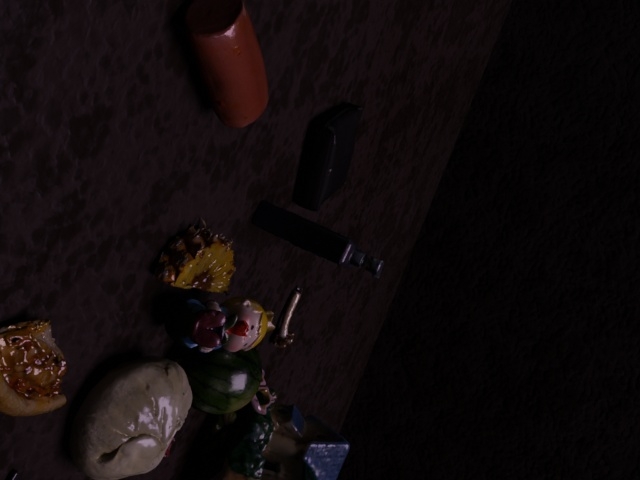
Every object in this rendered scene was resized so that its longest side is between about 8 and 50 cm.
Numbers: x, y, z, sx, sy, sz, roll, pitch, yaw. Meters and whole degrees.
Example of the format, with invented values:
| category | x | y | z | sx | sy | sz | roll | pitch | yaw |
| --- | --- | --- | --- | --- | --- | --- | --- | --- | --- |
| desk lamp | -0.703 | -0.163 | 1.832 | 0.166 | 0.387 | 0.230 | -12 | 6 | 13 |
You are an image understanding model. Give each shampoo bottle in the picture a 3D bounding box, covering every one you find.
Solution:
| category | x | y | z | sx | sy | sz | roll | pitch | yaw |
| --- | --- | --- | --- | --- | --- | --- | --- | --- | --- |
| shampoo bottle | 0.000 | 0.000 | 1.690 | 0.071 | 0.309 | 0.098 | -65 | 162 | -5 |

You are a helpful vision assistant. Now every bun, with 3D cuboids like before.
| category | x | y | z | sx | sy | sz | roll | pitch | yaw |
| --- | --- | --- | --- | --- | --- | --- | --- | --- | --- |
| bun | -0.342 | 0.336 | 1.407 | 0.259 | 0.160 | 0.259 | -50 | 155 | -34 |

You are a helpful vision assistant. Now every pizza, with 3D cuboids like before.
| category | x | y | z | sx | sy | sz | roll | pitch | yaw |
| --- | --- | --- | --- | --- | --- | --- | --- | --- | --- |
| pizza | -0.437 | 0.194 | 1.112 | 0.134 | 0.056 | 0.271 | -45 | 155 | -29 |

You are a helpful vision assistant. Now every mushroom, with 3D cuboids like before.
| category | x | y | z | sx | sy | sz | roll | pitch | yaw |
| --- | --- | --- | --- | --- | --- | --- | --- | --- | --- |
| mushroom | -0.087 | 0.225 | 2.165 | 0.060 | 0.061 | 0.187 | 12 | 98 | -67 |

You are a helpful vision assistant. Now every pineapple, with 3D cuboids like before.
| category | x | y | z | sx | sy | sz | roll | pitch | yaw |
| --- | --- | --- | --- | --- | --- | --- | --- | --- | --- |
| pineapple | -0.226 | 0.031 | 1.466 | 0.135 | 0.079 | 0.233 | -67 | 163 | -1 |

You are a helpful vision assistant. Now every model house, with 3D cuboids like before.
| category | x | y | z | sx | sy | sz | roll | pitch | yaw |
| --- | --- | --- | --- | --- | --- | --- | --- | --- | --- |
| model house | -0.101 | 0.653 | 2.069 | 0.382 | 0.343 | 0.334 | -69 | 180 | -76 |

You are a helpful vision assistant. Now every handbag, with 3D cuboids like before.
| category | x | y | z | sx | sy | sz | roll | pitch | yaw |
| --- | --- | --- | --- | --- | --- | --- | --- | --- | --- |
| handbag | 0.032 | -0.208 | 1.890 | 0.223 | 0.080 | 0.247 | -41 | 151 | -53 |

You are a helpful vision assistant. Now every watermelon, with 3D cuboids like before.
| category | x | y | z | sx | sy | sz | roll | pitch | yaw |
| --- | --- | --- | --- | --- | --- | --- | --- | --- | --- |
| watermelon | -0.231 | 0.279 | 1.629 | 0.188 | 0.215 | 0.188 | -40 | -144 | 38 |

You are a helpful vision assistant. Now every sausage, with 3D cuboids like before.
| category | x | y | z | sx | sy | sz | roll | pitch | yaw |
| --- | --- | --- | --- | --- | --- | --- | --- | --- | --- |
| sausage | -0.146 | -0.285 | 1.231 | 0.113 | 0.113 | 0.259 | -58 | 160 | -21 |

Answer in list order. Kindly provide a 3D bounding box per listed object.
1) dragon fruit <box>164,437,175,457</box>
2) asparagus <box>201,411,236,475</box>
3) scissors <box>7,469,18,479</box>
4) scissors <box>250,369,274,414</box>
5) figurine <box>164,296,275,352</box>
| category | x | y | z | sx | sy | sz | roll | pitch | yaw |
| --- | --- | --- | --- | --- | --- | --- | --- | --- | --- |
| dragon fruit | -0.350 | 0.417 | 1.635 | 0.131 | 0.063 | 0.097 | -70 | 166 | 13 |
| asparagus | -0.269 | 0.504 | 1.982 | 0.080 | 0.080 | 0.287 | -29 | 138 | -62 |
| scissors | -0.547 | 0.481 | 1.241 | 0.220 | 0.017 | 0.088 | -66 | 160 | 0 |
| scissors | -0.195 | 0.379 | 1.950 | 0.024 | 0.160 | 0.317 | -25 | 164 | 12 |
| figurine | -0.177 | 0.168 | 1.503 | 0.234 | 0.185 | 0.127 | 17 | 77 | -33 |
